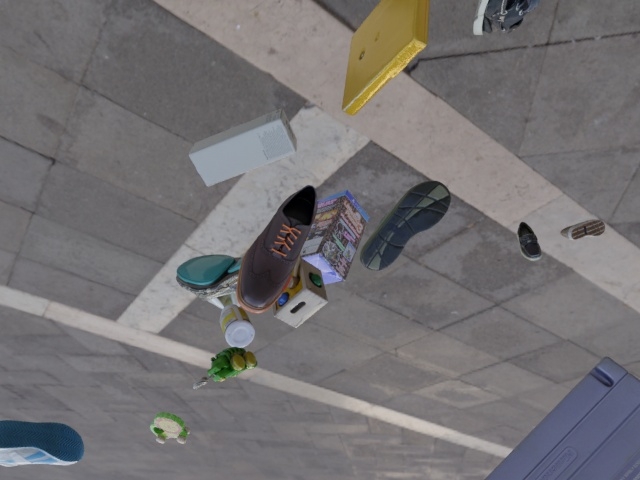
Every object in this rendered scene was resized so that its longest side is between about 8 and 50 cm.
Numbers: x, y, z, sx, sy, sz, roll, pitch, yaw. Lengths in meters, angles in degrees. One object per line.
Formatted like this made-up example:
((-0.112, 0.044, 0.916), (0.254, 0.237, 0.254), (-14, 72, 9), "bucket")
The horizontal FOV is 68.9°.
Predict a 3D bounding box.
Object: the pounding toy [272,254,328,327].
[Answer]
((-0.054, 0.101, 1.097), (0.100, 0.130, 0.141), (35, 115, -32), "pounding toy")

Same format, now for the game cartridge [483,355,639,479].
((0.370, 0.362, 0.631), (0.355, 0.230, 0.068), (-42, 147, -5), "game cartridge")

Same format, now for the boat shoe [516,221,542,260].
((0.625, 0.001, 1.409), (0.056, 0.152, 0.049), (-17, 124, 13), "boat shoe")

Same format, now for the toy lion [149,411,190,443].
((-0.361, 0.439, 1.102), (0.100, 0.034, 0.096), (-11, 124, 22), "toy lion")

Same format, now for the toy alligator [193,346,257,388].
((-0.177, 0.226, 0.858), (0.056, 0.051, 0.190), (-35, 163, 18), "toy alligator")

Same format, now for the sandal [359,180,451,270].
((0.215, -0.049, 1.253), (0.303, 0.086, 0.120), (-44, 108, 7), "sandal")

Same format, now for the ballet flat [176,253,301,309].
((-0.229, 0.118, 1.321), (0.483, 0.164, 0.181), (-12, 115, 40), "ballet flat")

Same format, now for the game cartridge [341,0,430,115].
((0.170, -0.525, 1.229), (0.053, 0.284, 0.324), (19, 156, -25), "game cartridge")

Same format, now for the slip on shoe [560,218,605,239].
((0.739, -0.029, 1.314), (0.136, 0.051, 0.041), (-15, -170, -18), "slip on shoe")

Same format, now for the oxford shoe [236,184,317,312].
((-0.077, 0.005, 0.857), (0.097, 0.271, 0.098), (24, 146, -5), "oxford shoe")

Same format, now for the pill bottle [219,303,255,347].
((-0.190, 0.186, 1.046), (0.065, 0.116, 0.065), (-6, 108, -19), "pill bottle")

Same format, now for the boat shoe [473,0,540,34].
((0.357, -0.463, 0.877), (0.113, 0.127, 0.340), (12, -173, 14), "boat shoe")

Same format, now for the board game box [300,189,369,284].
((0.000, 0.000, 1.576), (0.232, 0.290, 0.141), (-14, 129, 40), "board game box")

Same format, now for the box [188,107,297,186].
((-0.209, -0.255, 1.283), (0.276, 0.094, 0.113), (-17, 123, 11), "box")

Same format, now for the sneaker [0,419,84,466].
((-0.668, 0.478, 1.085), (0.092, 0.087, 0.229), (-40, 130, 21), "sneaker")
